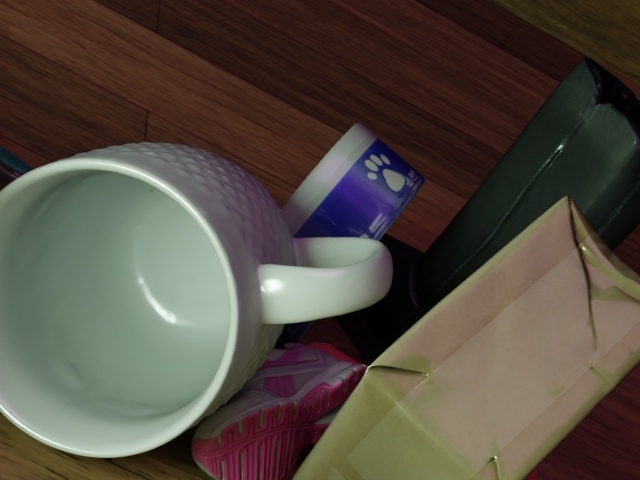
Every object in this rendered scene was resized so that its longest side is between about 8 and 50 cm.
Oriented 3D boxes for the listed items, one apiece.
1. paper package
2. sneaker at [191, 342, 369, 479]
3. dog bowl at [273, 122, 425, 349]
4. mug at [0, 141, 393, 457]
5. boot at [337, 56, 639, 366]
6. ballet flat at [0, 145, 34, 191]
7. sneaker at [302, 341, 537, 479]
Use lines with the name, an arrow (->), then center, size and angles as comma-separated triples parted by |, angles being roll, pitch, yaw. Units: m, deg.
paper package -> 0.152, 0.158, 1.716 | 0.168, 0.325, 0.309 | 45, 61, 10
sneaker -> -0.060, 0.176, 1.831 | 0.111, 0.103, 0.252 | 25, 25, 28
dog bowl -> 0.000, 0.000, 2.006 | 0.104, 0.265, 0.265 | 39, 25, 2
mug -> -0.115, 0.037, 1.716 | 0.374, 0.276, 0.328 | -2, 8, 15
boot -> 0.193, -0.043, 2.106 | 0.146, 0.445, 0.367 | 12, 33, -40
ballet flat -> -0.396, -0.103, 1.927 | 0.213, 0.068, 0.072 | 41, 16, 22
sneaker -> 0.111, 0.197, 1.949 | 0.314, 0.136, 0.116 | 40, 24, 10
